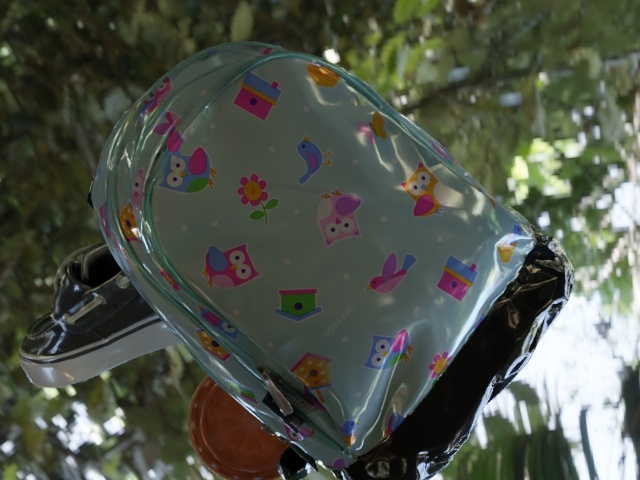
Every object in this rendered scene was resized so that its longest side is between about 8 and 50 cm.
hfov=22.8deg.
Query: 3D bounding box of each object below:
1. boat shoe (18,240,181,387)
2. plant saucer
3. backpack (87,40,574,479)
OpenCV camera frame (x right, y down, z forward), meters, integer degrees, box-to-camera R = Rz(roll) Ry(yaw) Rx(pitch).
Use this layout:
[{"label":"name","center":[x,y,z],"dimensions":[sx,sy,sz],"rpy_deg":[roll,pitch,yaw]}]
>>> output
[{"label":"boat shoe","center":[-0.122,0.031,0.972],"dimensions":[0.219,0.070,0.078],"rpy_deg":[-21,-162,42]},{"label":"plant saucer","center":[-0.045,0.119,1.046],"dimensions":[0.083,0.013,0.083],"rpy_deg":[0,-96,0]},{"label":"backpack","center":[0.000,0.000,0.623],"dimensions":[0.182,0.115,0.152],"rpy_deg":[41,-104,-14]}]
